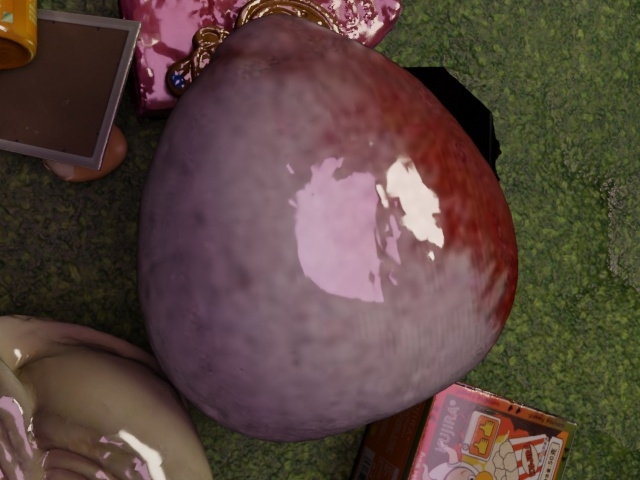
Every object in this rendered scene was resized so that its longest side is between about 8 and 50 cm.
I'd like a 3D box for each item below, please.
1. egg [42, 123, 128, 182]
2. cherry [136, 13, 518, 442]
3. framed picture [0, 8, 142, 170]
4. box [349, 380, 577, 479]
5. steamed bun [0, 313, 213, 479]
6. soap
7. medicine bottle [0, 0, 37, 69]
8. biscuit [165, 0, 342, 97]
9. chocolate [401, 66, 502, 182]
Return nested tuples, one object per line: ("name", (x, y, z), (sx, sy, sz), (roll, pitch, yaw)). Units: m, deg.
("egg", (-0.232, -0.093, 0.769), (0.083, 0.071, 0.071), (-9, 93, -21))
("cherry", (-0.012, 0.006, 0.665), (0.326, 0.291, 0.335), (-40, 114, 8))
("framed picture", (-0.260, -0.148, 0.737), (0.183, 0.011, 0.142), (13, 85, 22))
("box", (0.146, 0.254, 0.850), (0.177, 0.148, 0.195), (21, 83, -15))
("steamed bun", (-0.248, 0.219, 0.696), (0.309, 0.219, 0.324), (28, 107, -2))
("soap", (-0.058, -0.226, 0.806), (0.289, 0.112, 0.182), (-9, 98, -19))
("medicine bottle", (-0.310, -0.261, 0.714), (0.096, 0.096, 0.192), (-2, 80, -18))
("biscuit", (-0.056, -0.162, 0.739), (0.175, 0.026, 0.124), (-27, 103, -13))
("chocolate", (0.106, -0.079, 0.863), (0.206, 0.177, 0.224), (5, 106, 25))
